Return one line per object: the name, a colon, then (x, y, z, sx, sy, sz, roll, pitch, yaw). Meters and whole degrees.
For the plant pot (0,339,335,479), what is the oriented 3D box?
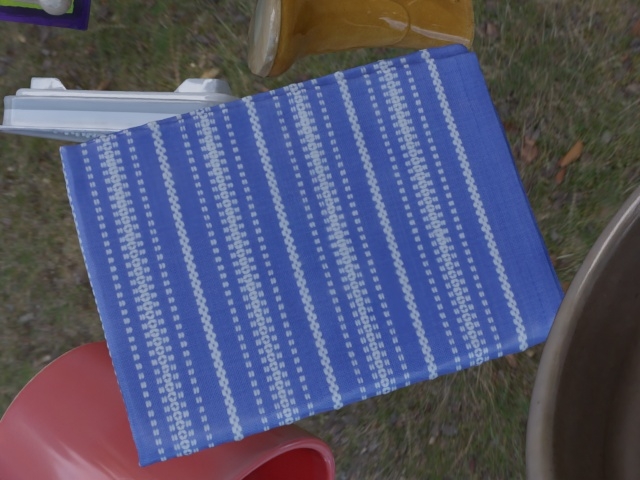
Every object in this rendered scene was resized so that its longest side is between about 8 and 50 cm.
plant pot: (-0.163, 0.237, 0.940, 0.243, 0.275, 0.275, 32, 92, 28)

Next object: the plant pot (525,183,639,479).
plant pot: (0.247, 0.081, 0.363, 0.229, 0.263, 0.263, 37, 93, -18)

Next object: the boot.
boot: (0.046, -0.215, 0.939, 0.211, 0.295, 0.104, 16, 123, -8)

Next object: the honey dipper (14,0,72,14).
honey dipper: (-0.216, -0.141, 0.535, 0.161, 0.030, 0.030, 7, 88, -11)

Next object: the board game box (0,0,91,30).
board game box: (-0.271, -0.324, 0.776, 0.208, 0.347, 0.056, 1, 50, -19)

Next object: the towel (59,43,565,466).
towel: (0.000, 0.000, 0.735, 0.336, 0.040, 0.243, -16, 79, -11)

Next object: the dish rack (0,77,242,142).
dish rack: (-0.196, -0.151, 1.216, 0.333, 0.285, 0.072, 3, 93, 19)
